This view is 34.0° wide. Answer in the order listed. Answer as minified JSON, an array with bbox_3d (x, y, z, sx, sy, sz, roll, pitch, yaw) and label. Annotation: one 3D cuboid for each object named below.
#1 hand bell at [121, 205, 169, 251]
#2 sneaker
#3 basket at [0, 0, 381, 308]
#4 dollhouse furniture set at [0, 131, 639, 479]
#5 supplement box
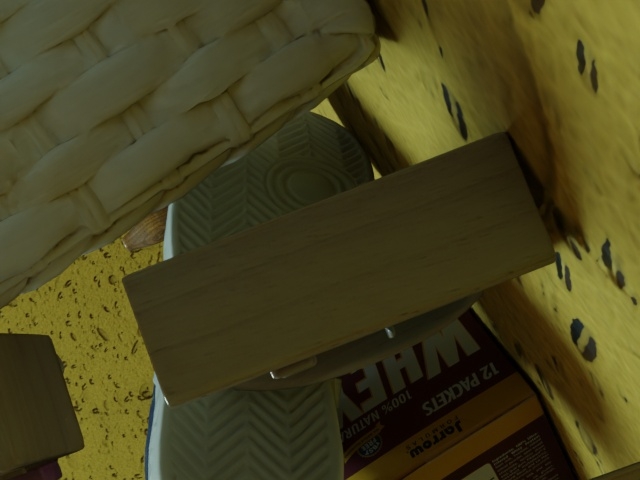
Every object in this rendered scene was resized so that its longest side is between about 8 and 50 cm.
[{"bbox_3d":[-0.134,-0.056,1.278,0.126,0.242,0.126,58,177,4],"label":"hand bell"},{"bbox_3d":[-0.044,0.065,0.644,0.148,0.131,0.350,104,177,-46],"label":"sneaker"},{"bbox_3d":[-0.200,-0.137,0.489,0.328,0.331,0.266,59,176,-14],"label":"basket"},{"bbox_3d":[0.009,0.155,0.420,0.198,0.286,0.303,72,177,-82],"label":"dollhouse furniture set"},{"bbox_3d":[0.076,0.137,0.738,0.194,0.129,0.191,60,178,-39],"label":"supplement box"}]
